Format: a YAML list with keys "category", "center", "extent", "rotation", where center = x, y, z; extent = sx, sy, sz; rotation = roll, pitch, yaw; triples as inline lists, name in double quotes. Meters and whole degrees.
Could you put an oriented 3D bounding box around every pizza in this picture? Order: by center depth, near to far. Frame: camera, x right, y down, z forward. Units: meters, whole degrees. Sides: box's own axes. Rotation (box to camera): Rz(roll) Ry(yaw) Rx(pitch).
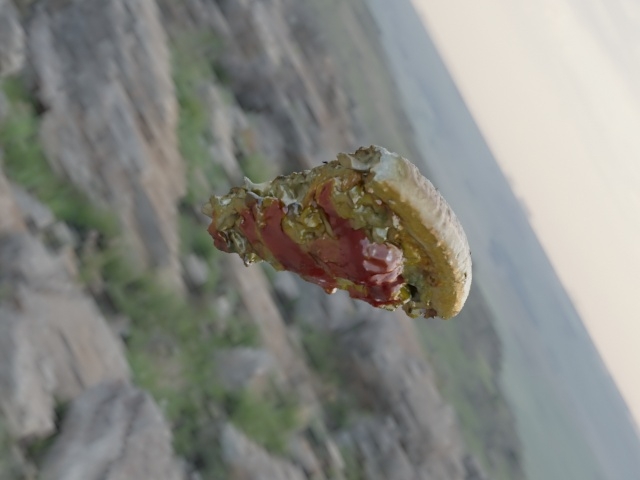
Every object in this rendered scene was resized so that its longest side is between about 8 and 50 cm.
- category: "pizza"
  center: [0.000, 0.000, 1.274]
  extent: [0.188, 0.199, 0.062]
  rotation: [57, 45, -49]
